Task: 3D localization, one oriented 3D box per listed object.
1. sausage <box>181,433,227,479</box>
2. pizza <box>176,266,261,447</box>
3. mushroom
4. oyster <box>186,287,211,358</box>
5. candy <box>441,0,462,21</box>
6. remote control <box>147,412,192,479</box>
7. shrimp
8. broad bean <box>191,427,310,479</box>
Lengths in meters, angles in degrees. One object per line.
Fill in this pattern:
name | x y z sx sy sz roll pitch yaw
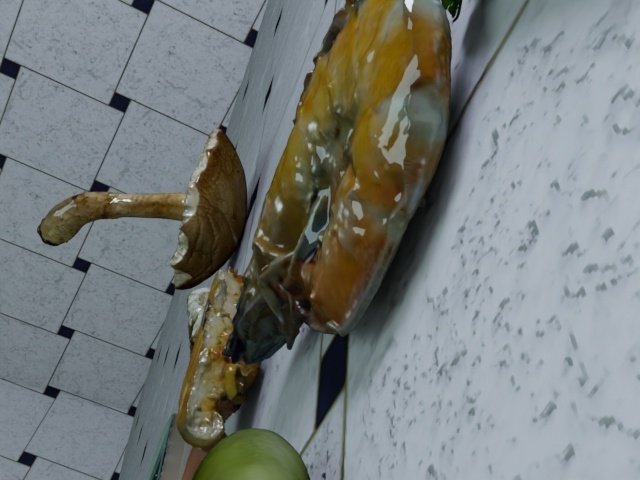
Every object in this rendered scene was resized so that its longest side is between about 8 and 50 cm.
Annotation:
sausage | -0.105 0.204 0.771 0.034 0.034 0.083 -87 15 -51
pizza | -0.086 0.103 0.757 0.246 0.058 0.127 -107 33 -74
mushroom | -0.240 -0.028 1.192 0.233 0.302 0.208 99 147 -60
oyster | -0.128 0.126 0.935 0.200 0.061 0.106 -120 46 -75
candy | 0.088 -0.158 0.332 0.178 0.032 0.102 179 111 -80
remote control | -0.177 0.353 0.876 0.344 0.050 0.145 -87 17 -52
shrimp | 0.000 0.000 0.480 0.164 0.062 0.317 -92 21 -44
broad bean | -0.035 0.159 0.386 0.174 0.082 0.124 -102 29 -89
